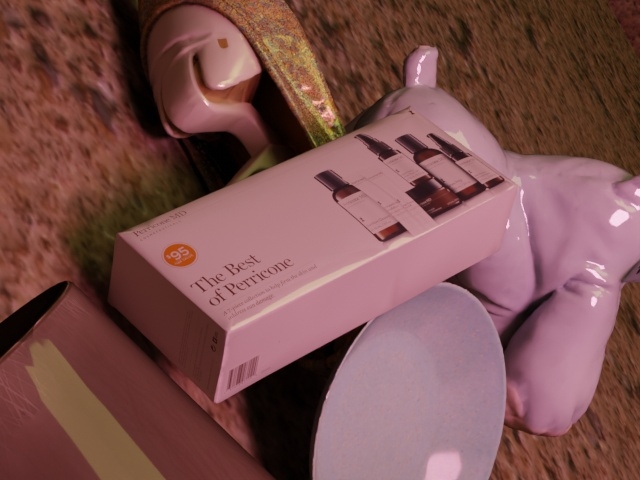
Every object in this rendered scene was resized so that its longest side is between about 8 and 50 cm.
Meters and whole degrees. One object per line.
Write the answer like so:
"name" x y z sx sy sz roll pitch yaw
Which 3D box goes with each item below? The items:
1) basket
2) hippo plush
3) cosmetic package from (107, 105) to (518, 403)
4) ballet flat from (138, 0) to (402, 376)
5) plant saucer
"basket" -0.080 0.142 0.675 0.227 0.154 0.204 50 18 -11
"hippo plush" 0.108 0.004 1.187 0.236 0.294 0.234 23 74 -22
"cosmetic package" 0.000 0.000 0.949 0.239 0.060 0.099 -26 51 -37
"ballet flat" -0.044 -0.062 1.074 0.349 0.123 0.123 61 22 7
"plant saucer" 0.047 0.118 1.019 0.195 0.037 0.195 -17 113 -46
